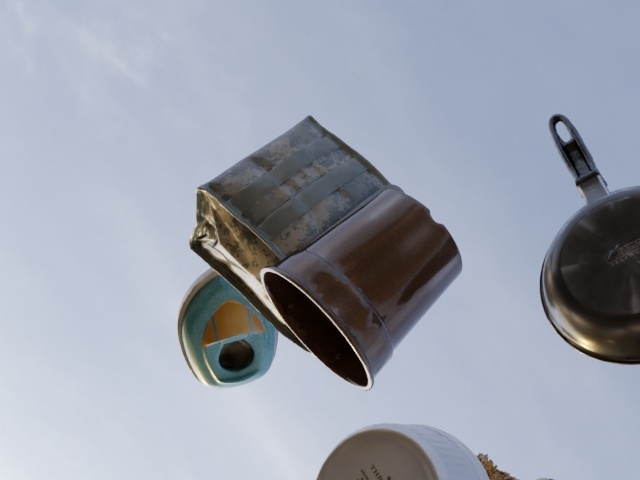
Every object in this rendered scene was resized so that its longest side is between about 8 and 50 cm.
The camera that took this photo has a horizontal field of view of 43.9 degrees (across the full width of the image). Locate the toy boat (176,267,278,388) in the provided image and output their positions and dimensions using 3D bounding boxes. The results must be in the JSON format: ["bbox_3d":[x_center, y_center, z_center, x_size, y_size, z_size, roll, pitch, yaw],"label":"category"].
[{"bbox_3d":[-0.105,0.153,1.483,0.319,0.148,0.267,-17,-57,-11],"label":"toy boat"}]

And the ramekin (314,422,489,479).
[{"bbox_3d":[0.107,0.394,1.170,0.273,0.127,0.272,-17,-122,29],"label":"ramekin"}]

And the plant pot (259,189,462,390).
[{"bbox_3d":[0.051,0.042,0.846,0.167,0.165,0.167,42,-19,18],"label":"plant pot"}]

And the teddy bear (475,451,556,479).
[{"bbox_3d":[0.314,0.460,1.473,0.245,0.113,0.338,50,-30,-21],"label":"teddy bear"}]

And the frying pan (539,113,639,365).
[{"bbox_3d":[0.314,-0.031,0.800,0.197,0.053,0.326,-10,-124,34],"label":"frying pan"}]

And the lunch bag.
[{"bbox_3d":[0.000,0.000,1.096,0.287,0.235,0.169,41,-36,16],"label":"lunch bag"}]
